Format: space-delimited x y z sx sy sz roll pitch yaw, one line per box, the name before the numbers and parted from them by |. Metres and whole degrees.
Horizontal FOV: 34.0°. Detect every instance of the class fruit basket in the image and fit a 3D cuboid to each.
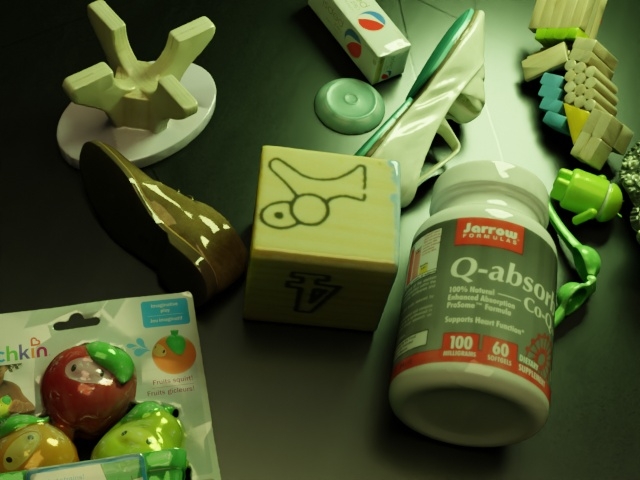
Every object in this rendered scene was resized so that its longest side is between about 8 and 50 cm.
fruit basket | -0.294 0.231 1.286 0.327 0.165 0.353 -6 67 -12

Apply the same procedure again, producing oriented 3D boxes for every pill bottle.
pill bottle | 0.218 0.081 1.444 0.210 0.210 0.363 12 57 -1

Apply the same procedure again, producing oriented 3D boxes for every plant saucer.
plant saucer | 0.050 -0.229 1.732 0.119 0.021 0.119 4 56 -5

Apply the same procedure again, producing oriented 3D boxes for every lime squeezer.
lime squeezer | 0.362 0.058 1.572 0.110 0.059 0.310 17 57 3

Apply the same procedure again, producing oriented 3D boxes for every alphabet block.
alphabet block | 0.000 0.000 1.476 0.197 0.193 0.192 7 55 -4

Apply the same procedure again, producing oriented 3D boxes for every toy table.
toy table | -0.278 -0.233 1.606 0.252 0.161 0.274 37 59 15

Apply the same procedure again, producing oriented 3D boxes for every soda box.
soda box | 0.064 -0.372 1.796 0.069 0.074 0.216 -25 64 -22

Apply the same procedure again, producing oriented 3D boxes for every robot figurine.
robot figurine | 0.425 -0.071 1.657 0.115 0.067 0.101 22 45 6

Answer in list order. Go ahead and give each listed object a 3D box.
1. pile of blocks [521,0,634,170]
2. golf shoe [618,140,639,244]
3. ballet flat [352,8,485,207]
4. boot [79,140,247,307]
pile of blocks | 0.440 -0.268 1.782 0.113 0.149 0.362 25 55 -45
golf shoe | 0.540 -0.058 1.653 0.105 0.120 0.272 -16 41 29
ballet flat | 0.186 -0.206 1.690 0.139 0.139 0.400 30 62 11
boot | -0.233 -0.038 1.534 0.305 0.112 0.115 46 46 13
